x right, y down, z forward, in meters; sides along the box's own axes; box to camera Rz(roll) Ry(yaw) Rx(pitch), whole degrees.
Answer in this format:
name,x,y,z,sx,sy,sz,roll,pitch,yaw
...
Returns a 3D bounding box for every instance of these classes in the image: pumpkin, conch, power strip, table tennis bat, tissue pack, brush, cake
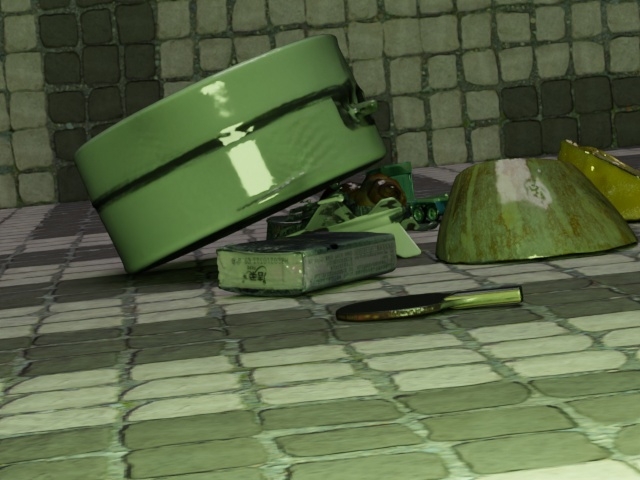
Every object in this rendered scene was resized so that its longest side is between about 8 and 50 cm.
name,x,y,z,sx,sy,sz,roll,pitch,yaw
pumpkin,0.222,-0.036,1.892,0.217,0.110,0.217,-10,1,0
conch,0.039,-0.030,2.176,0.232,0.086,0.080,-19,33,50
power strip,-0.093,-0.104,2.035,0.357,0.161,0.357,-25,0,0
table tennis bat,0.090,0.052,1.485,0.158,0.014,0.095,-6,3,14
tissue pack,-0.012,0.021,1.752,0.112,0.051,0.156,0,6,37
brush,0.040,-0.017,2.348,0.266,0.027,0.062,3,9,36
cake,0.371,-0.074,2.134,0.184,0.116,0.079,-8,1,32

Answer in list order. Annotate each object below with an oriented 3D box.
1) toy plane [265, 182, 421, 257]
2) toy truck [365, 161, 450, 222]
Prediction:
name,x,y,z,sx,sy,sz,roll,pitch,yaw
toy plane,0.006,-0.015,2.004,0.234,0.082,0.160,-3,-21,23
toy truck,0.132,-0.067,2.447,0.067,0.081,0.175,-11,7,-37
